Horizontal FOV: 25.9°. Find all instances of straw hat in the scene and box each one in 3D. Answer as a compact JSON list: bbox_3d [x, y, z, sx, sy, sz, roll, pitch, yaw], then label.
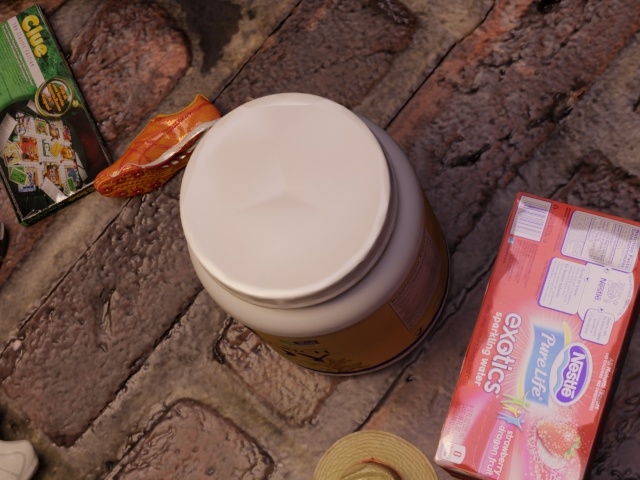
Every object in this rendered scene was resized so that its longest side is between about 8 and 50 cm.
[{"bbox_3d":[0.054,0.268,1.504,0.145,0.061,0.144,-3,75,12],"label":"straw hat"}]

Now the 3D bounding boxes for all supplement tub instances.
[{"bbox_3d":[0.000,0.000,1.447,0.241,0.331,0.241,-3,74,12],"label":"supplement tub"}]

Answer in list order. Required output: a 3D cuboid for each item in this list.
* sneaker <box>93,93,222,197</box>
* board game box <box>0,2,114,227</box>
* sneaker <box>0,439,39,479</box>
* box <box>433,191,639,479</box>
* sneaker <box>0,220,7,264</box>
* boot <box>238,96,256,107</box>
[{"bbox_3d":[-0.197,-0.110,1.673,0.175,0.064,0.067,-32,62,-7],"label":"sneaker"},{"bbox_3d":[-0.359,-0.158,1.733,0.136,0.030,0.259,-28,71,6],"label":"board game box"},{"bbox_3d":[-0.450,0.212,1.621,0.292,0.110,0.118,36,71,17],"label":"sneaker"},{"bbox_3d":[0.241,0.121,1.460,0.154,0.142,0.300,15,79,16],"label":"box"},{"bbox_3d":[-0.447,0.037,1.680,0.071,0.068,0.170,34,85,25],"label":"sneaker"},{"bbox_3d":[-0.054,-0.126,1.652,0.118,0.042,0.087,16,71,9],"label":"boot"}]
